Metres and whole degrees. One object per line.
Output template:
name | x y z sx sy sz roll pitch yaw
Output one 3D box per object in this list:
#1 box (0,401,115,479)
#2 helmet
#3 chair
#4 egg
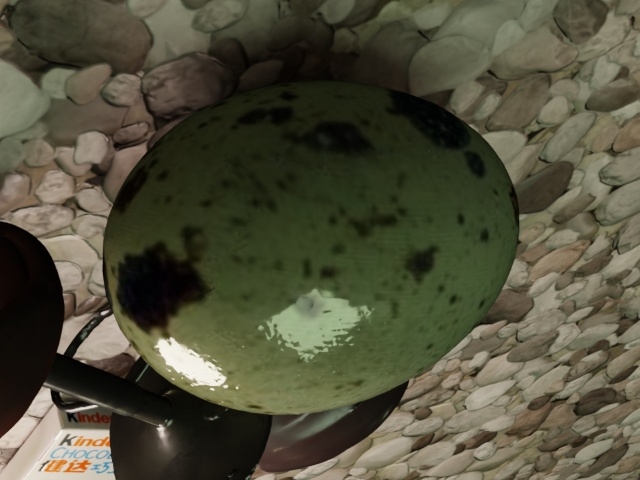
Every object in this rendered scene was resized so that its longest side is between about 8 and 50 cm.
box | -0.274 0.303 1.335 0.273 0.048 0.265 11 131 -40
helmet | -0.001 0.157 1.208 0.306 0.177 0.225 -23 143 -1
chair | -0.242 0.127 0.968 0.227 0.226 0.401 -36 145 15
egg | 0.000 0.000 0.903 0.380 0.287 0.287 -21 146 -19
